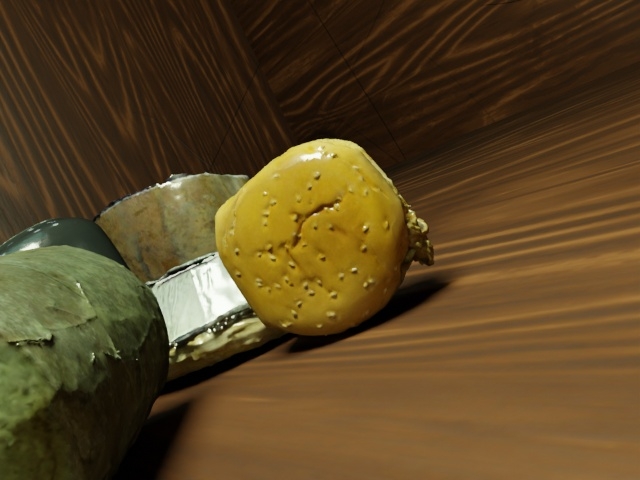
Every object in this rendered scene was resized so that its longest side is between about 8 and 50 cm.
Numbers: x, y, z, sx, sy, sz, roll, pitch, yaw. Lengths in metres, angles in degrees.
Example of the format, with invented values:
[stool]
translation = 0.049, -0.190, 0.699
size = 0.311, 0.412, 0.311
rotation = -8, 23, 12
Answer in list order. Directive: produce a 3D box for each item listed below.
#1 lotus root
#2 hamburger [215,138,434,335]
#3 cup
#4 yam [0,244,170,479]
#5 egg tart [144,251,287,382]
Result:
[lotus root]
translation = -0.189, 0.014, 1.010
size = 0.272, 0.192, 0.272
rotation = -27, -5, -2
[hamburger]
translation = 0.000, 0.000, 0.506
size = 0.147, 0.138, 0.083
rotation = -33, 5, 22
[cup]
translation = -0.293, 0.095, 0.747
size = 0.223, 0.176, 0.169
rotation = -42, 0, 16
[yam]
translation = -0.181, 0.088, 0.395
size = 0.161, 0.161, 0.268
rotation = -26, 5, 0
[egg tart]
translation = -0.092, 0.054, 0.657
size = 0.234, 0.094, 0.234
rotation = -26, 2, 1
